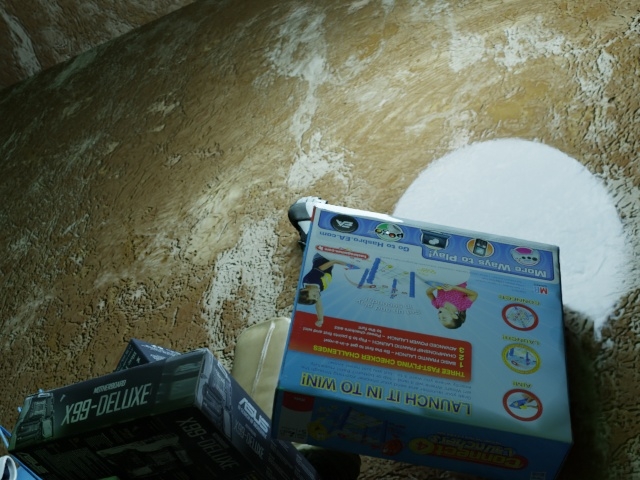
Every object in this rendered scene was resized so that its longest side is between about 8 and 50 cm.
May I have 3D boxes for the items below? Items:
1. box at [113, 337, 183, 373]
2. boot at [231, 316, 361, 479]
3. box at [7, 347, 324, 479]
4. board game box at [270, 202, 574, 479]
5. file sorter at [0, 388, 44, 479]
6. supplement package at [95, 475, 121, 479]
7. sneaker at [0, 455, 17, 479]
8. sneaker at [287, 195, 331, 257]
[{"bbox_3d":[-0.229,0.239,1.351,0.158,0.093,0.156,34,98,55],"label":"box"},{"bbox_3d":[-0.041,0.204,1.292,0.236,0.089,0.269,-16,36,25],"label":"boot"},{"bbox_3d":[-0.151,0.263,1.105,0.243,0.307,0.076,-18,38,24],"label":"box"},{"bbox_3d":[0.118,0.107,1.134,0.308,0.086,0.302,11,42,1],"label":"board game box"},{"bbox_3d":[-0.432,0.321,1.461,0.170,0.104,0.118,-42,33,-11],"label":"file sorter"},{"bbox_3d":[-0.218,0.384,1.064,0.134,0.244,0.139,-18,35,22],"label":"supplement package"},{"bbox_3d":[-0.516,0.371,1.344,0.236,0.130,0.323,-40,30,-20],"label":"sneaker"},{"bbox_3d":[0.000,0.000,1.526,0.106,0.078,0.234,-42,36,-16],"label":"sneaker"}]
